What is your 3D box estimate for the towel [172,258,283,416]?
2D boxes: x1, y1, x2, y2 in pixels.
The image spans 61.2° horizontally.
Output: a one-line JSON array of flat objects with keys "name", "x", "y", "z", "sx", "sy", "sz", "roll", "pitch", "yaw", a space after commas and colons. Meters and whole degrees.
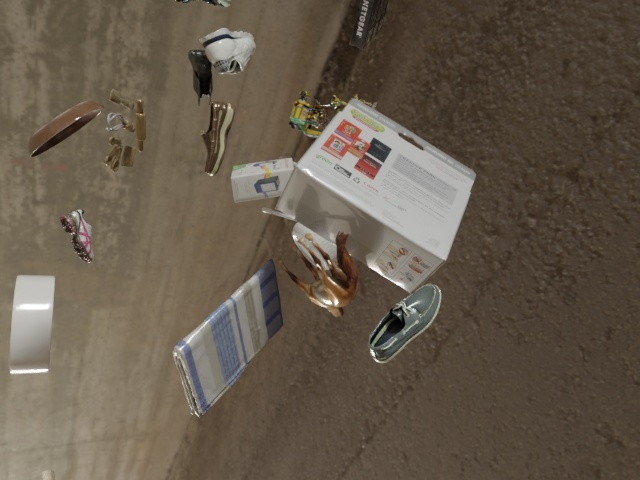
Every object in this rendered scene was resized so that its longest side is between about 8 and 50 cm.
[{"name": "towel", "x": -0.174, "y": 0.191, "z": 1.084, "sx": 0.034, "sy": 0.285, "sz": 0.209, "roll": 21, "pitch": 135, "yaw": 26}]

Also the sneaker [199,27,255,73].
[{"name": "sneaker", "x": -0.215, "y": -0.454, "z": 1.325, "sx": 0.090, "sy": 0.235, "sz": 0.094, "roll": -21, "pitch": 101, "yaw": 23}]

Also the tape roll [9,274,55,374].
[{"name": "tape roll", "x": -0.829, "y": 0.240, "z": 1.563, "sx": 0.286, "sy": 0.100, "sz": 0.286, "roll": -177, "pitch": 90, "yaw": -65}]

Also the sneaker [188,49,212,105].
[{"name": "sneaker", "x": -0.288, "y": -0.395, "z": 1.304, "sx": 0.170, "sy": 0.051, "sz": 0.089, "roll": -118, "pitch": 29, "yaw": -51}]

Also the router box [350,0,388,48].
[{"name": "router box", "x": 0.146, "y": -0.654, "z": 1.532, "sx": 0.133, "sy": 0.046, "sz": 0.179, "roll": -55, "pitch": -13, "yaw": -34}]

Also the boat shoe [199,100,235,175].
[{"name": "boat shoe", "x": -0.375, "y": -0.356, "z": 1.874, "sx": 0.095, "sy": 0.095, "sz": 0.257, "roll": 16, "pitch": 92, "yaw": 66}]

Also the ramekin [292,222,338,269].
[{"name": "ramekin", "x": 0.000, "y": 0.000, "z": 1.764, "sx": 0.207, "sy": 0.109, "sz": 0.207, "roll": 45, "pitch": 162, "yaw": 19}]

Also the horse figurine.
[{"name": "horse figurine", "x": 0.009, "y": 0.070, "z": 1.004, "sx": 0.174, "sy": 0.066, "sz": 0.263, "roll": 49, "pitch": 155, "yaw": -1}]

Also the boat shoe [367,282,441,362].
[{"name": "boat shoe", "x": 0.271, "y": 0.254, "z": 1.750, "sx": 0.319, "sy": 0.099, "sz": 0.116, "roll": -46, "pitch": 49, "yaw": -9}]

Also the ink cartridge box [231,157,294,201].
[{"name": "ink cartridge box", "x": -0.190, "y": -0.208, "z": 1.839, "sx": 0.154, "sy": 0.212, "sz": 0.093, "roll": -101, "pitch": 5, "yaw": -66}]

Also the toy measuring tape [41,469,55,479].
[{"name": "toy measuring tape", "x": -0.650, "y": 0.599, "z": 1.163, "sx": 0.330, "sy": 0.121, "sz": 0.121, "roll": -60, "pitch": 38, "yaw": 35}]

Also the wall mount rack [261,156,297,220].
[{"name": "wall mount rack", "x": -0.053, "y": -0.163, "z": 2.092, "sx": 0.130, "sy": 0.304, "sz": 0.350, "roll": 12, "pitch": 82, "yaw": 39}]

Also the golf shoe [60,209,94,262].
[{"name": "golf shoe", "x": -0.800, "y": -0.015, "z": 1.832, "sx": 0.067, "sy": 0.086, "sz": 0.186, "roll": 6, "pitch": 121, "yaw": 36}]

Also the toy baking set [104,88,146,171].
[{"name": "toy baking set", "x": -0.530, "y": -0.301, "z": 1.484, "sx": 0.197, "sy": 0.030, "sz": 0.256, "roll": -70, "pitch": -5, "yaw": -58}]

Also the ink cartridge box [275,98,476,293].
[{"name": "ink cartridge box", "x": 0.119, "y": -0.097, "z": 1.057, "sx": 0.272, "sy": 0.309, "sz": 0.130, "roll": -57, "pitch": -1, "yaw": -40}]

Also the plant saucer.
[{"name": "plant saucer", "x": -0.490, "y": -0.218, "z": 1.033, "sx": 0.029, "sy": 0.168, "sz": 0.168, "roll": 53, "pitch": 159, "yaw": -18}]

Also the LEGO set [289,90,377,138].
[{"name": "LEGO set", "x": 0.063, "y": -0.468, "z": 1.950, "sx": 0.331, "sy": 0.255, "sz": 0.192, "roll": 15, "pitch": 85, "yaw": 21}]

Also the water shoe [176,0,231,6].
[{"name": "water shoe", "x": -0.262, "y": -0.517, "z": 1.120, "sx": 0.080, "sy": 0.073, "sz": 0.203, "roll": -49, "pitch": 60, "yaw": 3}]
